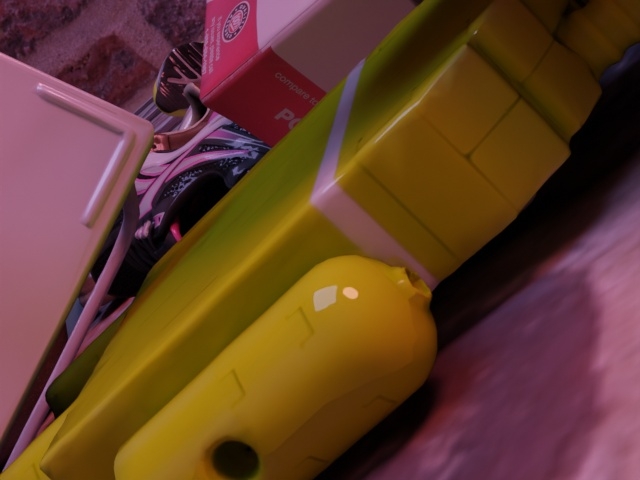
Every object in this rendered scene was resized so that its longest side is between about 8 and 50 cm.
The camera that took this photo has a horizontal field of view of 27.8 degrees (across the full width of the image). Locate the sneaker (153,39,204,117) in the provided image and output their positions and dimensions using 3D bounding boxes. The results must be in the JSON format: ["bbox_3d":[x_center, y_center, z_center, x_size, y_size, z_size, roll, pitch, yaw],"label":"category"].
[{"bbox_3d":[-0.136,-0.179,1.470,0.094,0.081,0.208,-43,3,35],"label":"sneaker"}]

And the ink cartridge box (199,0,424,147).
[{"bbox_3d":[0.047,-0.154,0.623,0.218,0.092,0.158,-37,36,32],"label":"ink cartridge box"}]

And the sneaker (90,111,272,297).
[{"bbox_3d":[-0.077,-0.013,0.711,0.178,0.072,0.077,-41,21,38],"label":"sneaker"}]

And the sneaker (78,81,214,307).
[{"bbox_3d":[-0.119,-0.033,0.895,0.188,0.071,0.066,-50,14,-33],"label":"sneaker"}]

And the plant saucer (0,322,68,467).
[{"bbox_3d":[-0.212,0.119,0.755,0.199,0.036,0.198,-40,12,10],"label":"plant saucer"}]

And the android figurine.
[{"bbox_3d":[0.000,0.000,0.434,0.273,0.056,0.248,-42,11,15],"label":"android figurine"}]

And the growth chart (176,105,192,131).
[{"bbox_3d":[-0.111,-0.085,1.060,0.172,0.021,0.237,-60,10,6],"label":"growth chart"}]

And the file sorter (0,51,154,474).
[{"bbox_3d":[-0.234,-0.001,0.526,0.173,0.278,0.192,126,169,-78],"label":"file sorter"}]

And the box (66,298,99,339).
[{"bbox_3d":[-0.236,0.032,0.981,0.060,0.100,0.244,-47,12,-10],"label":"box"}]
